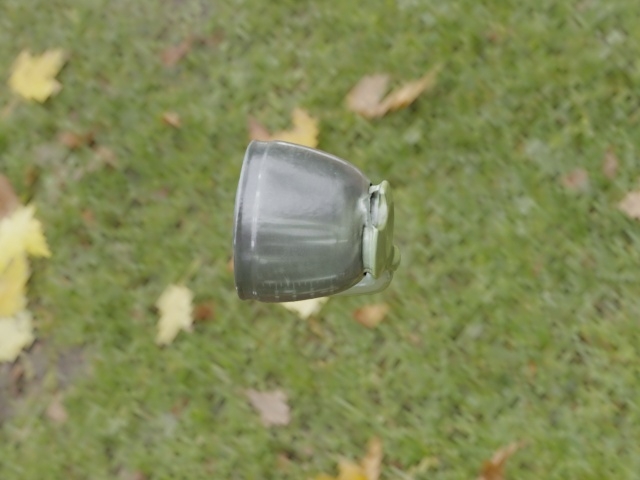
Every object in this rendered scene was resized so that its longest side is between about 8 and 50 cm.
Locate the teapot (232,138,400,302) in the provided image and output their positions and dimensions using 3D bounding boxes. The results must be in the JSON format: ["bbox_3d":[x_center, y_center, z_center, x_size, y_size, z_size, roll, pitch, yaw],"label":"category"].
[{"bbox_3d":[0.001,-0.009,1.136,0.091,0.124,0.092,6,93,7],"label":"teapot"}]
